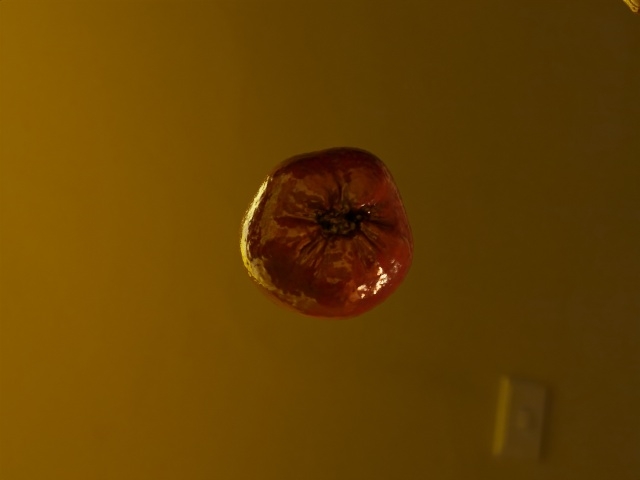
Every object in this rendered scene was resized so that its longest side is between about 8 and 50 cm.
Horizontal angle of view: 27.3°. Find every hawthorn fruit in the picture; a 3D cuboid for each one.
[{"bbox_3d":[0.000,0.000,0.999,0.133,0.132,0.138,11,-12,-11],"label":"hawthorn fruit"}]

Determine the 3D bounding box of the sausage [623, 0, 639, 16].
[{"bbox_3d":[0.464,-0.309,1.031,0.501,0.123,0.136,-26,1,22],"label":"sausage"}]
